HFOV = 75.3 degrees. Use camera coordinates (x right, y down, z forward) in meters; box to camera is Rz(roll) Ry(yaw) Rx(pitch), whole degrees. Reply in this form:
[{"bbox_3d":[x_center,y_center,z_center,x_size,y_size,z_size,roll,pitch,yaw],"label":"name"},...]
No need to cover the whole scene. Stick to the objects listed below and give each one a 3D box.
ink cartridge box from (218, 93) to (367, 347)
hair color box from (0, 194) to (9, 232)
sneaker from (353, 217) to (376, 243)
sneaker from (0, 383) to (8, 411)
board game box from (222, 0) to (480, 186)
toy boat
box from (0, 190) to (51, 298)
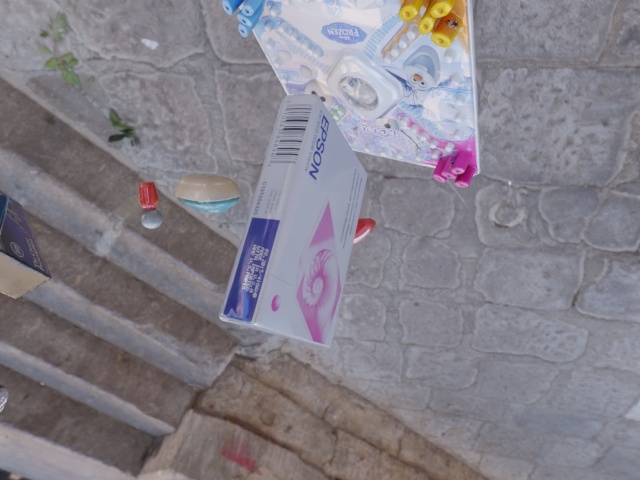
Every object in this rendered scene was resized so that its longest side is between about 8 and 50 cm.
[{"bbox_3d":[0.000,0.000,0.673,0.071,0.324,0.330,5,164,28],"label":"ink cartridge box"},{"bbox_3d":[-0.539,-0.002,0.404,0.347,0.105,0.174,17,126,-38],"label":"hair color box"},{"bbox_3d":[0.067,-0.054,1.334,0.128,0.087,0.221,48,141,-18],"label":"sneaker"},{"bbox_3d":[-0.811,0.362,0.840,0.180,0.321,0.124,49,178,7],"label":"sneaker"},{"bbox_3d":[0.066,-0.253,0.711,0.390,0.050,0.390,20,161,31],"label":"board game box"},{"bbox_3d":[-0.440,-0.136,1.380,0.267,0.318,0.148,20,117,48],"label":"toy boat"},{"bbox_3d":[-0.776,-0.014,0.980,0.261,0.103,0.184,53,170,21],"label":"box"}]
